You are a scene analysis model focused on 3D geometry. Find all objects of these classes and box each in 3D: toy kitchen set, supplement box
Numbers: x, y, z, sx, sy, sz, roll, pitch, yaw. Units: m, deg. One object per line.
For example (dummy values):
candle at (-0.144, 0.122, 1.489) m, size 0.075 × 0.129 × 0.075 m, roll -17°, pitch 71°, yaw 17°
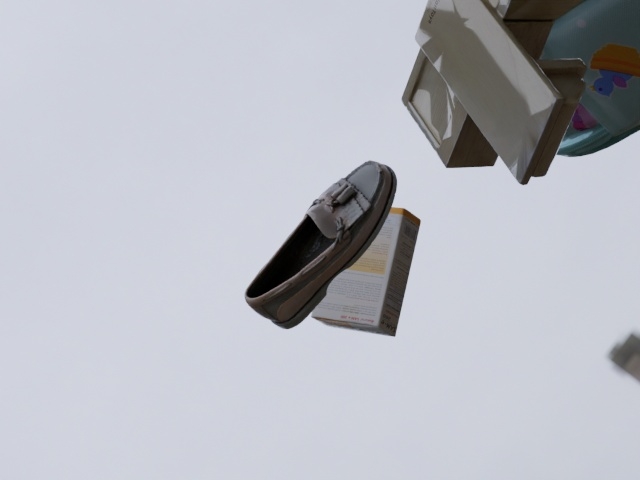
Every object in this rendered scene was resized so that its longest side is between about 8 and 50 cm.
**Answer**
toy kitchen set at (0.078, -0.053, 0.517) m, size 0.075 × 0.068 × 0.083 m, roll -3°, pitch -47°, yaw -27°
supplement box at (0.037, 0.022, 1.442) m, size 0.036 × 0.062 × 0.098 m, roll 32°, pitch -111°, yaw -59°

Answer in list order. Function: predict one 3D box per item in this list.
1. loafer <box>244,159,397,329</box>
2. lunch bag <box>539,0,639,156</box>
loafer at (0.000, 0.000, 1.149) m, size 0.039 × 0.045 × 0.125 m, roll 29°, pitch -80°, yaw -43°
lunch bag at (0.226, -0.187, 1.089) m, size 0.279 × 0.108 × 0.224 m, roll -32°, pitch 24°, yaw 31°
